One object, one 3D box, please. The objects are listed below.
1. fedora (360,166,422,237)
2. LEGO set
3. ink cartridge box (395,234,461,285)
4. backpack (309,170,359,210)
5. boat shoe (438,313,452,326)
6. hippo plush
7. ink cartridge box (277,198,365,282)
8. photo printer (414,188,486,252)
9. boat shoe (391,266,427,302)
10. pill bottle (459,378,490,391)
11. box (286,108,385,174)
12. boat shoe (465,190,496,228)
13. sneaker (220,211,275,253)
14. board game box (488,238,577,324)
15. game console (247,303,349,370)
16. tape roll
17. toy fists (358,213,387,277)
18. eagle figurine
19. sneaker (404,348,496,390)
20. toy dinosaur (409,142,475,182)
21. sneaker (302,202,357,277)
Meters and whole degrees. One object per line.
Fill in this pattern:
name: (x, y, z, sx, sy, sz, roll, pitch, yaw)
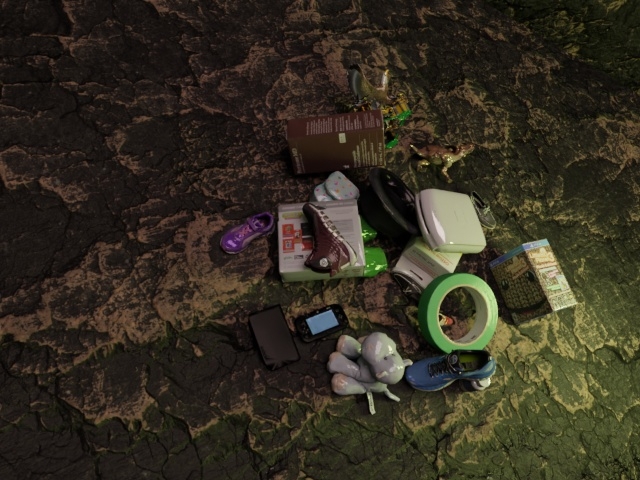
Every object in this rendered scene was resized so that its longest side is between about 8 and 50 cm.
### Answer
fedora: (0.275, -0.129, 1.845, 0.333, 0.152, 0.334, 32, 39, -29)
LEGO set: (0.236, -0.540, 2.003, 0.254, 0.331, 0.192, -22, 73, -5)
ink cartridge box: (0.485, 0.025, 1.929, 0.207, 0.119, 0.354, 36, 61, -3)
backpack: (0.053, -0.175, 1.854, 0.166, 0.144, 0.188, 44, 62, 2)
boat shoe: (0.477, 0.316, 1.841, 0.136, 0.043, 0.049, 15, 61, -14)
hippo plush: (0.166, 0.443, 1.565, 0.234, 0.236, 0.295, -17, 73, -25)
ink cartridge box: (0.000, 0.000, 1.711, 0.308, 0.130, 0.272, -4, 68, 1)
photo printer: (0.502, -0.074, 1.803, 0.307, 0.107, 0.256, 4, 65, -39)
boat shoe: (0.371, 0.191, 1.840, 0.219, 0.078, 0.070, 36, 59, -3)
pill bottle: (0.587, 0.537, 1.736, 0.066, 0.120, 0.067, 7, 66, -16)
box: (0.066, -0.392, 1.833, 0.380, 0.191, 0.143, -4, 49, 8)
boat shoe: (0.750, -0.144, 2.127, 0.075, 0.065, 0.206, -34, 82, -28)
sneaker: (-0.266, -0.039, 1.705, 0.236, 0.104, 0.095, -31, 81, -27)
board game box: (0.890, 0.177, 1.938, 0.140, 0.232, 0.291, -10, 70, -23)
game console: (-0.070, 0.312, 1.653, 0.360, 0.044, 0.213, -17, 74, -25)
tape roll: (0.540, 0.288, 1.795, 0.320, 0.077, 0.322, 1, 88, -19)
toy fists: (0.159, 0.018, 1.835, 0.142, 0.096, 0.280, 0, 66, -33)
eagle figurine: (0.247, -0.685, 2.107, 0.297, 0.226, 0.226, 15, 75, -3)
sneaker: (0.466, 0.453, 1.664, 0.329, 0.147, 0.130, -15, 51, 8)
toy dinosaur: (0.556, -0.405, 2.150, 0.295, 0.127, 0.201, 17, 55, 2)
sneaker: (-0.014, 0.007, 1.584, 0.162, 0.106, 0.281, -37, 72, -9)
